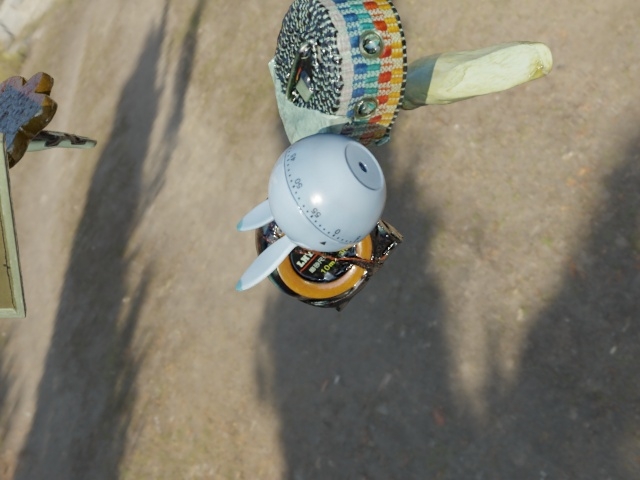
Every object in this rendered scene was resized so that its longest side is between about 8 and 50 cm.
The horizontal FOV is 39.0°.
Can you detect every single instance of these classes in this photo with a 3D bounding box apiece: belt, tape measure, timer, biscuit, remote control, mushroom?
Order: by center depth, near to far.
[{"bbox_3d":[-0.009,-0.034,1.235,0.255,0.175,0.175,120,160,-46],"label":"timer"},{"bbox_3d":[0.025,-0.242,1.330,0.207,0.150,0.257,62,151,32],"label":"belt"},{"bbox_3d":[-0.460,-0.176,1.332,0.180,0.039,0.236,-54,39,-5],"label":"biscuit"},{"bbox_3d":[0.230,-0.268,1.465,0.107,0.087,0.333,-31,17,-24],"label":"mushroom"},{"bbox_3d":[0.000,0.000,1.476,0.202,0.223,0.135,-49,26,11],"label":"tape measure"},{"bbox_3d":[-0.534,-0.191,1.721,0.097,0.256,0.045,12,100,35],"label":"remote control"}]

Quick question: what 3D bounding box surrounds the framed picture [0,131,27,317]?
[{"bbox_3d":[-0.514,-0.010,1.149,0.335,0.247,0.022,102,165,-46],"label":"framed picture"}]
